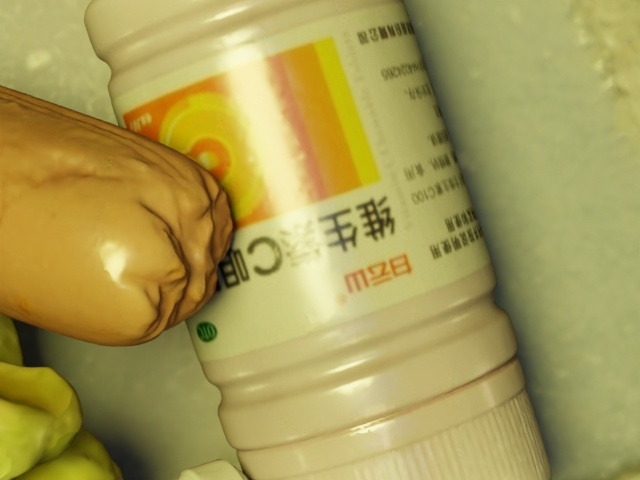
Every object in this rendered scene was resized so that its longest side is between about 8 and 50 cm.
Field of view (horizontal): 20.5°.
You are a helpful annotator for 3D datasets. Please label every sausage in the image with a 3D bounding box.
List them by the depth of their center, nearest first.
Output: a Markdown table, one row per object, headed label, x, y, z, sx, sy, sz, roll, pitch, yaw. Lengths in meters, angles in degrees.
| label | x | y | z | sx | sy | sz | roll | pitch | yaw |
| --- | --- | --- | --- | --- | --- | --- | --- | --- | --- |
| sausage | -0.163 | -0.030 | 0.705 | 0.289 | 0.086 | 0.086 | 18 | 90 | 27 |

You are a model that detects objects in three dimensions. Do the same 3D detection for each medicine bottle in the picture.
| label | x | y | z | sx | sy | sz | roll | pitch | yaw |
| --- | --- | --- | --- | --- | --- | --- | --- | --- | --- |
| medicine bottle | 0.000 | 0.000 | 0.739 | 0.133 | 0.133 | 0.250 | -18 | 93 | -1 |

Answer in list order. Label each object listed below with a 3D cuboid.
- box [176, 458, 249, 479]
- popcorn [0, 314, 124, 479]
| label | x | y | z | sx | sy | sz | roll | pitch | yaw |
| --- | --- | --- | --- | --- | --- | --- | --- | --- | --- |
| box | 0.007 | 0.229 | 0.686 | 0.044 | 0.142 | 0.285 | -15 | 55 | -30 |
| popcorn | -0.211 | 0.136 | 0.642 | 0.312 | 0.312 | 0.312 | 0 | 91 | -2 |
